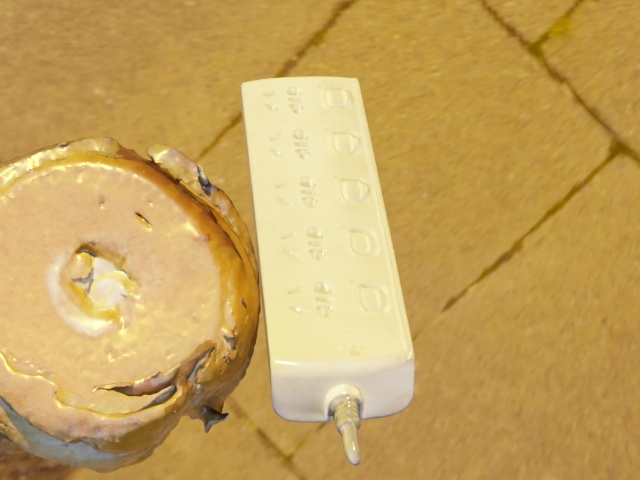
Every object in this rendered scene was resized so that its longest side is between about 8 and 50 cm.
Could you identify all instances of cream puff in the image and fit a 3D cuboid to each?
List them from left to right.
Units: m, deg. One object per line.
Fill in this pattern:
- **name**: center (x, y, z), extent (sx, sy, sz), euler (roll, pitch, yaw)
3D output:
- **cream puff**: center (-0.087, 0.024, 0.589), extent (0.133, 0.104, 0.119), euler (8, 77, 3)

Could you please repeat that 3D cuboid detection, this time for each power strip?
- **power strip**: center (0.000, 0.000, 0.733), extent (0.060, 0.253, 0.027), euler (-3, 132, -6)
